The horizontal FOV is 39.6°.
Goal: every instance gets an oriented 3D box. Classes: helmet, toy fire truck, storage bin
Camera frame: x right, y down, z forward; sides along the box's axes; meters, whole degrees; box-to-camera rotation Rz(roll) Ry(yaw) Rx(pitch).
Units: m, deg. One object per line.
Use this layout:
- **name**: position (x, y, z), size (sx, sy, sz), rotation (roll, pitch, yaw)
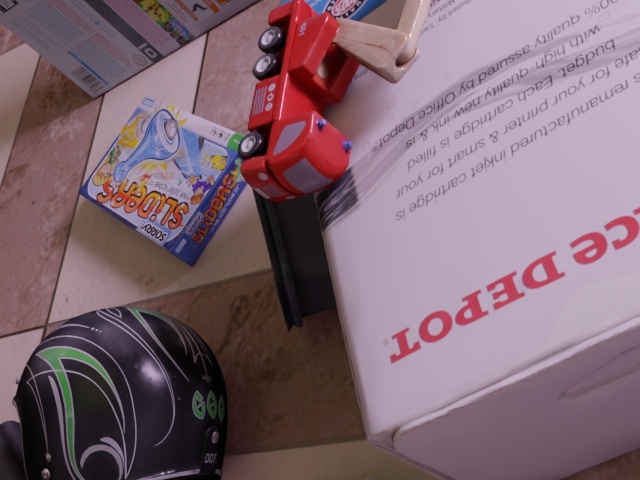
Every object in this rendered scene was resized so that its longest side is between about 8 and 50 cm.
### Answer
- **helmet**: position (-0.160, 0.132, 0.715), size (0.169, 0.169, 0.161), rotation (-28, 65, 22)
- **toy fire truck**: position (0.021, -0.124, 0.580), size (0.135, 0.047, 0.192), rotation (-13, 57, 36)
- **storage bin**: position (0.000, 0.000, 0.732), size (0.091, 0.098, 0.135), rotation (-13, 50, -2)

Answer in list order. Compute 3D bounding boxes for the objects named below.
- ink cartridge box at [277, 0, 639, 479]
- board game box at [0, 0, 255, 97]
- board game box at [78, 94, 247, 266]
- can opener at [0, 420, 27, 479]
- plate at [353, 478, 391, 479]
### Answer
- **ink cartridge box**: position (0.148, -0.069, 0.592), size (0.285, 0.166, 0.395), rotation (-30, 48, 23)
- **board game box**: position (-0.226, -0.322, 1.012), size (0.303, 0.224, 0.097), rotation (-22, 49, 26)
- **board game box**: position (-0.160, -0.069, 0.931), size (0.201, 0.035, 0.136), rotation (26, 81, 45)
- **can opener**: position (-0.268, 0.262, 0.779), size (0.095, 0.076, 0.283), rotation (-52, 44, -2)
- **plate**: position (0.029, 0.254, 0.586), size (0.188, 0.024, 0.188), rotation (-20, 52, 28)
